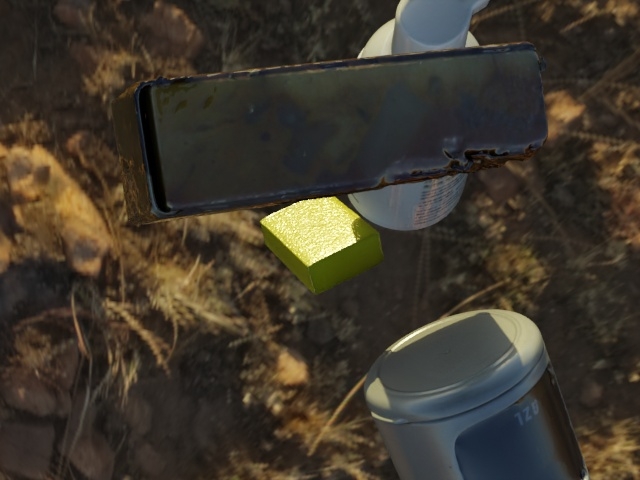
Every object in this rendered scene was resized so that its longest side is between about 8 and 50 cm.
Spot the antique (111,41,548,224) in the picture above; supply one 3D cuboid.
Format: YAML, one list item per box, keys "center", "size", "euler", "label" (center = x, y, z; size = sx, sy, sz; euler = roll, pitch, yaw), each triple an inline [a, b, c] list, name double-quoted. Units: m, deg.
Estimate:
- center: [0.013, -0.080, 0.920]
  size: [0.310, 0.087, 0.093]
  euler: [-9, 90, -21]
  label: "antique"

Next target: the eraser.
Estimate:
- center: [0.000, 0.000, 1.484]
  size: [0.097, 0.045, 0.122]
  euler: [-27, 39, -19]
  label: "eraser"

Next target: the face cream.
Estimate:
- center: [0.099, -0.149, 1.307]
  size: [0.145, 0.369, 0.145]
  euler: [0, 66, 0]
  label: "face cream"

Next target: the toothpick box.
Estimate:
- center: [0.189, 0.258, 1.469]
  size: [0.229, 0.229, 0.316]
  euler: [-28, 110, -16]
  label: "toothpick box"
